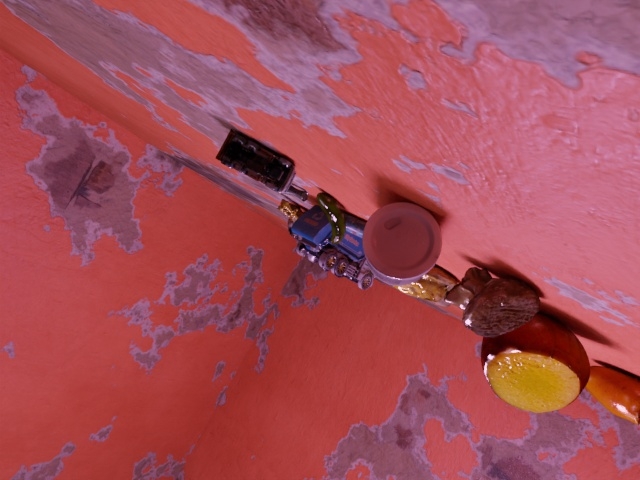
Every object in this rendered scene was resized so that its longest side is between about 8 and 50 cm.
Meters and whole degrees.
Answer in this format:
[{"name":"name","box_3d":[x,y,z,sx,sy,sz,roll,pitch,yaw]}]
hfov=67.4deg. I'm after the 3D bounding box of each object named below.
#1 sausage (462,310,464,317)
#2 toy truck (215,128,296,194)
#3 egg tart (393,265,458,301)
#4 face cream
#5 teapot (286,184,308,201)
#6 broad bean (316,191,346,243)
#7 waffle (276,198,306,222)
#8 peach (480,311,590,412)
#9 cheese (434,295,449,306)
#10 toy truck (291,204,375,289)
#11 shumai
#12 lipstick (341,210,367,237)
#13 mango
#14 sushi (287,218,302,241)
[{"name":"sausage","box_3d":[0.586,0.273,1.544,0.109,0.108,0.271,32,175,-36]},{"name":"toy truck","box_3d":[-0.141,-0.175,1.126,0.178,0.080,0.115,30,-179,8]},{"name":"egg tart","box_3d":[0.298,0.122,1.524,0.279,0.094,0.279,22,168,5]},{"name":"face cream","box_3d":[0.169,0.024,1.032,0.145,0.145,0.370,28,177,11]},{"name":"teapot","box_3d":[-0.089,-0.148,1.400,0.111,0.042,0.043,24,175,14]},{"name":"broad bean","box_3d":[0.033,-0.054,1.312,0.069,0.039,0.226,3,144,10]},{"name":"waffle","box_3d":[-0.020,-0.029,1.778,0.293,0.069,0.260,46,-171,36]},{"name":"peach","box_3d":[0.529,0.295,1.236,0.275,0.249,0.245,40,-166,-27]},{"name":"cheese","box_3d":[0.428,0.197,1.822,0.163,0.082,0.286,29,177,17]},{"name":"toy truck","box_3d":[0.062,0.027,1.558,0.146,0.175,0.367,28,176,42]},{"name":"shumai","box_3d":[0.372,0.127,1.064,0.210,0.161,0.153,6,-147,-34]},{"name":"lipstick","box_3d":[0.103,-0.039,1.353,0.158,0.048,0.048,27,175,30]},{"name":"mango","box_3d":[0.910,0.461,1.484,0.154,0.126,0.252,18,-175,-12]},{"name":"sushi","box_3d":[0.000,0.000,1.970,0.332,0.129,0.124,28,176,19]}]
